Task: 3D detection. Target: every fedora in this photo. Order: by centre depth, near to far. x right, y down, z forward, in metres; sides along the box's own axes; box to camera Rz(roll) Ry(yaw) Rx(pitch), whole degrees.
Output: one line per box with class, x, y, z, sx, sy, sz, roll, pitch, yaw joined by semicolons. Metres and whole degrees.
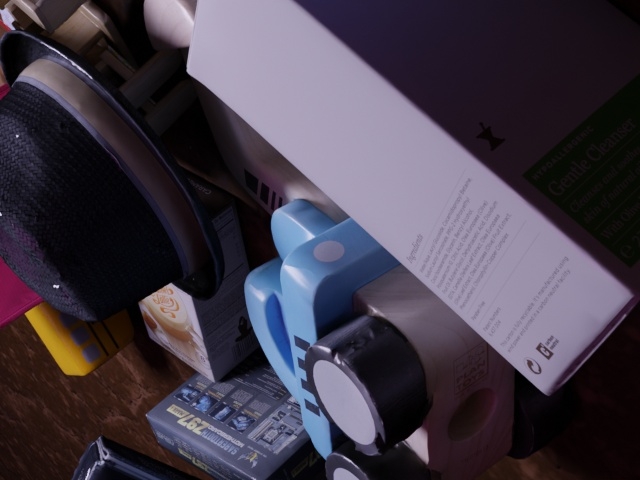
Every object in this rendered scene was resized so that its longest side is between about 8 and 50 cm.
fedora;-0.251;-0.039;1.095;0.334;0.152;0.334;39;156;21

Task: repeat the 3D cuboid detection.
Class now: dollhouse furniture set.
dollhouse furniture set;-0.228;-0.258;1.156;0.212;0.161;0.242;41;171;18

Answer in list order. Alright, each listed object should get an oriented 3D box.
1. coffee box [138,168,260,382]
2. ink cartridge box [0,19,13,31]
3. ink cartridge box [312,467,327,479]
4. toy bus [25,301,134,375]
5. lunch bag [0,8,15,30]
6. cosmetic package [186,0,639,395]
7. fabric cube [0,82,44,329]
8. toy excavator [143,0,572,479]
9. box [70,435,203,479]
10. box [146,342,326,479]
coffee box;-0.166;0.040;1.384;0.141;0.098;0.246;27;142;35
ink cartridge box;-0.303;-0.160;1.254;0.181;0.056;0.224;38;175;36
ink cartridge box;-0.021;0.317;1.512;0.175;0.072;0.127;8;129;50
toy bus;-0.418;0.037;1.694;0.108;0.130;0.332;-6;118;56
lunch bag;-0.354;-0.289;1.335;0.083;0.053;0.071;21;140;28
cosmetic package;0.101;-0.097;0.777;0.365;0.197;0.155;42;149;13
fabric cube;-0.437;-0.032;1.479;0.258;0.259;0.254;57;163;-8
toy excavator;0.000;0.000;1.035;0.445;0.222;0.433;37;147;40
box;-0.107;0.459;1.296;0.480;0.297;0.472;26;170;-7
box;-0.077;0.220;1.375;0.233;0.183;0.059;18;136;43
